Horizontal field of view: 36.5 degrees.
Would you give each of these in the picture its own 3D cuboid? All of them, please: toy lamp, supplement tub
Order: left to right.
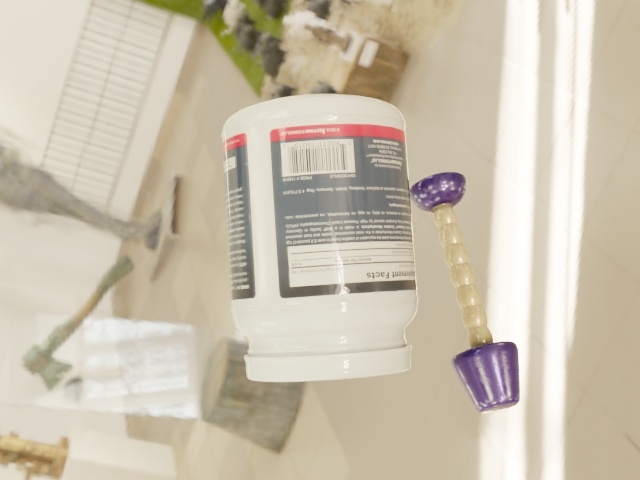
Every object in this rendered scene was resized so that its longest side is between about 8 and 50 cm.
[{"bbox_3d":[0.000,0.000,0.992,0.191,0.191,0.272,168,99,-67],"label":"supplement tub"},{"bbox_3d":[0.168,0.060,1.114,0.080,0.080,0.274,-43,53,54],"label":"toy lamp"}]
